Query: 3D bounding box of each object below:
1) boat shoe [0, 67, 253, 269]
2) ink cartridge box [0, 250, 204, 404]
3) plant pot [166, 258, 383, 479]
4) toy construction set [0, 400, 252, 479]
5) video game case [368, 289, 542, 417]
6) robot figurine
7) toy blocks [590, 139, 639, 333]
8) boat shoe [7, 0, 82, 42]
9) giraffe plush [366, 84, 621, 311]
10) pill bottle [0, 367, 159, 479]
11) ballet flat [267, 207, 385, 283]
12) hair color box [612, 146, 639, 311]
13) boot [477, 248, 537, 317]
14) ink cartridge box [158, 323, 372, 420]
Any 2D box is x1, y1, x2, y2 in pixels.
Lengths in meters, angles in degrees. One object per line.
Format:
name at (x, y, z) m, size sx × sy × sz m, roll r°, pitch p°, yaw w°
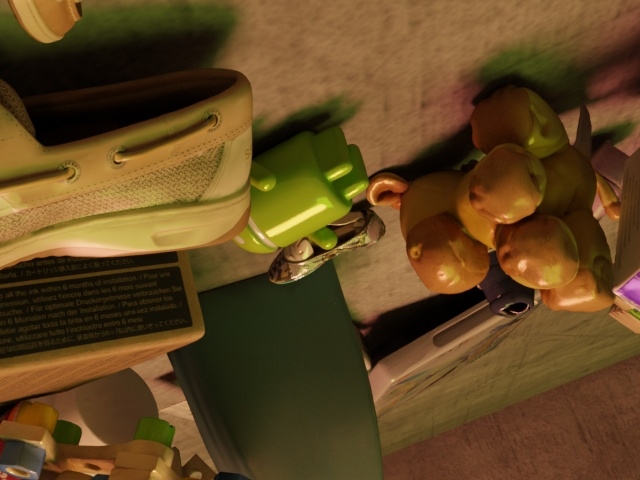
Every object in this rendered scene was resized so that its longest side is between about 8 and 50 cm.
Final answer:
boat shoe at (-0.175, -0.040, 0.531) m, size 0.302 × 0.109 × 0.098 m, roll -7°, pitch 121°, yaw -26°
ink cartridge box at (-0.218, 0.060, 0.685) m, size 0.193 × 0.088 × 0.234 m, roll -6°, pitch 169°, yaw -39°
plant pot at (-0.035, 0.169, 1.032) m, size 0.165 × 0.234 × 0.165 m, roll -17°, pitch 161°, yaw -16°
toy construction set at (-0.144, 0.232, 0.855) m, size 0.215 × 0.151 × 0.328 m, roll 2°, pitch 163°, yaw 16°
video game case at (0.175, 0.159, 1.467) m, size 0.300 × 0.036 × 0.329 m, roll -27°, pitch 165°, yaw -20°
robot figurine at (-0.024, -0.034, 0.742) m, size 0.115 × 0.067 × 0.101 m, roll -27°, pitch 143°, yaw 17°
toy blocks at (0.408, -0.028, 1.093) m, size 0.260 × 0.309 × 0.288 m, roll -55°, pitch 174°, yaw -3°
boat shoe at (-0.106, -0.132, 0.401) m, size 0.048 × 0.056 × 0.153 m, roll -14°, pitch 153°, yaw -9°
giraffe plush at (0.132, -0.025, 0.856) m, size 0.170 × 0.181 × 0.210 m, roll -21°, pitch -160°, yaw 32°
pill bottle at (-0.271, 0.213, 1.061) m, size 0.221 × 0.121 × 0.121 m, roll -36°, pitch 157°, yaw 31°
ballet flat at (0.000, 0.000, 0.923) m, size 0.114 × 0.041 × 0.041 m, roll -24°, pitch 162°, yaw 5°
hair color box at (0.363, -0.089, 0.750) m, size 0.339 × 0.110 × 0.185 m, roll -54°, pitch -172°, yaw 41°
boot at (0.226, 0.052, 1.231) m, size 0.069 × 0.086 × 0.190 m, roll -31°, pitch 159°, yaw 25°
ink cartridge box at (-0.064, 0.154, 1.259) m, size 0.232 × 0.066 × 0.189 m, roll -16°, pitch 163°, yaw 7°
